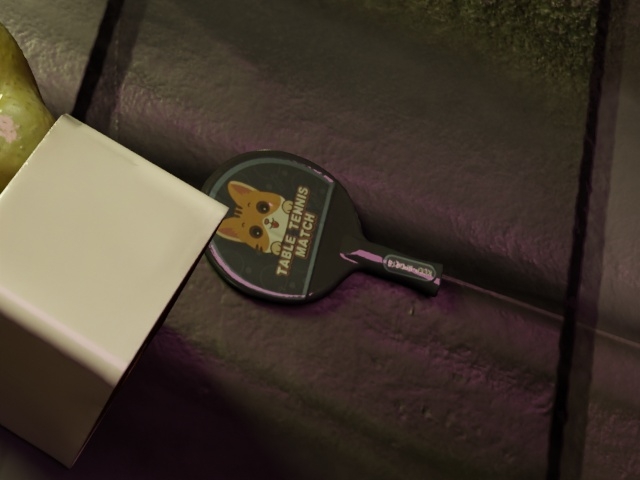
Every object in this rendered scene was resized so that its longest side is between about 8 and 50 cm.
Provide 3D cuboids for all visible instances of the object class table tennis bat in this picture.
[{"bbox_3d":[0.000,0.000,1.170,0.236,0.027,0.150,19,62,-9],"label":"table tennis bat"}]

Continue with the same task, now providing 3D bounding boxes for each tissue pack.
[{"bbox_3d":[-0.187,0.045,0.954,0.136,0.246,0.159,32,62,-4],"label":"tissue pack"}]

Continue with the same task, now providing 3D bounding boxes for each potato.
[{"bbox_3d":[-0.288,-0.105,1.036,0.194,0.157,0.157,38,60,5],"label":"potato"}]
